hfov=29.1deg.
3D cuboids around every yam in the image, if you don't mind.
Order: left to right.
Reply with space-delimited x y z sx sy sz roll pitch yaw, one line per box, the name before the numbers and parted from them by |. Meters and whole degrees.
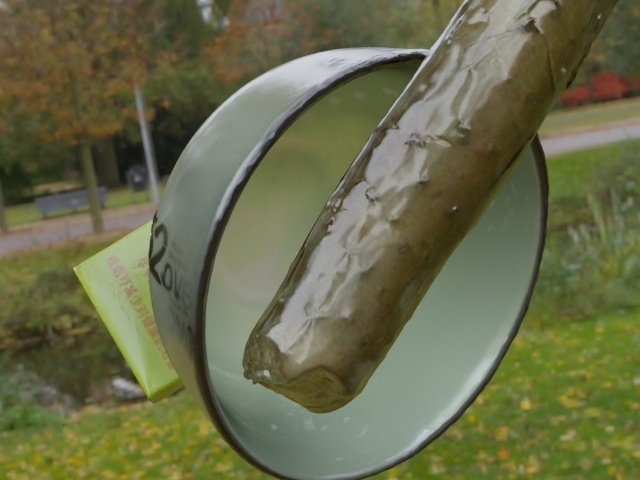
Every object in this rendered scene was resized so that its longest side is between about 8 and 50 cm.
yam | 0.069 -0.058 0.579 0.067 0.317 0.071 28 -9 42

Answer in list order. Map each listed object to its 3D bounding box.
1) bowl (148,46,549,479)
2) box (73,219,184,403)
bowl | 0.000 0.000 1.005 0.353 0.354 0.185 -13 28 -35
box | -0.098 0.023 1.439 0.335 0.187 0.047 -32 -17 -5
